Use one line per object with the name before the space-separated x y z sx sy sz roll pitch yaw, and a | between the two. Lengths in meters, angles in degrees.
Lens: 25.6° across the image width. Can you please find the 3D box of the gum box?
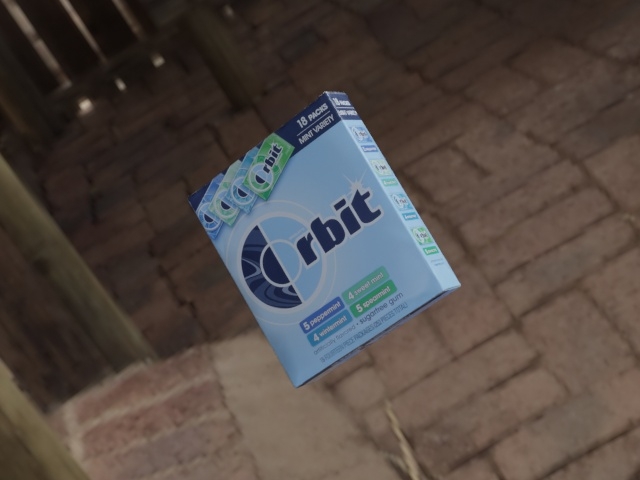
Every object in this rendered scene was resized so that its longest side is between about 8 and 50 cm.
gum box | 0.000 0.000 1.135 0.157 0.184 0.041 -36 -11 25
